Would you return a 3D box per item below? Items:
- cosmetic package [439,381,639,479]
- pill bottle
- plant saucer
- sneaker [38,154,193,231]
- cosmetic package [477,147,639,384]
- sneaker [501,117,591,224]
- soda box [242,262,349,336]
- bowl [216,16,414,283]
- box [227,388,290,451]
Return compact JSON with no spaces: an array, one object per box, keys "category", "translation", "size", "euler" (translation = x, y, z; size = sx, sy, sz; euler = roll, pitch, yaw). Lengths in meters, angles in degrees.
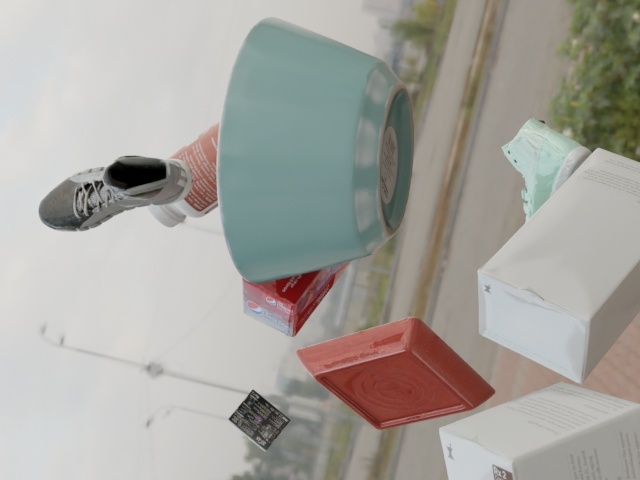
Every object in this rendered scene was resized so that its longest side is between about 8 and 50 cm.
[{"category":"cosmetic package","translation":[0.257,0.266,1.177],"size":[0.151,0.184,0.151],"euler":[9,113,66]},{"category":"pill bottle","translation":[-0.201,-0.117,1.827],"size":[0.216,0.121,0.121],"euler":[-33,13,17]},{"category":"plant saucer","translation":[0.126,0.244,1.806],"size":[0.258,0.259,0.047],"euler":[43,-137,-34]},{"category":"sneaker","translation":[-0.300,-0.076,1.454],"size":[0.132,0.229,0.086],"euler":[41,-148,-81]},{"category":"cosmetic package","translation":[0.428,0.029,1.670],"size":[0.365,0.197,0.155],"euler":[-41,-38,-30]},{"category":"sneaker","translation":[0.395,-0.111,1.936],"size":[0.094,0.151,0.256],"euler":[-28,-32,-33]},{"category":"soda box","translation":[0.000,0.000,1.409],"size":[0.263,0.083,0.092],"euler":[-53,-18,-31]},{"category":"bowl","translation":[0.011,-0.099,1.213],"size":[0.311,0.163,0.311],"euler":[4,-90,-73]},{"category":"box","translation":[-0.102,0.300,1.751],"size":[0.067,0.083,0.018],"euler":[-50,-5,-19]}]
